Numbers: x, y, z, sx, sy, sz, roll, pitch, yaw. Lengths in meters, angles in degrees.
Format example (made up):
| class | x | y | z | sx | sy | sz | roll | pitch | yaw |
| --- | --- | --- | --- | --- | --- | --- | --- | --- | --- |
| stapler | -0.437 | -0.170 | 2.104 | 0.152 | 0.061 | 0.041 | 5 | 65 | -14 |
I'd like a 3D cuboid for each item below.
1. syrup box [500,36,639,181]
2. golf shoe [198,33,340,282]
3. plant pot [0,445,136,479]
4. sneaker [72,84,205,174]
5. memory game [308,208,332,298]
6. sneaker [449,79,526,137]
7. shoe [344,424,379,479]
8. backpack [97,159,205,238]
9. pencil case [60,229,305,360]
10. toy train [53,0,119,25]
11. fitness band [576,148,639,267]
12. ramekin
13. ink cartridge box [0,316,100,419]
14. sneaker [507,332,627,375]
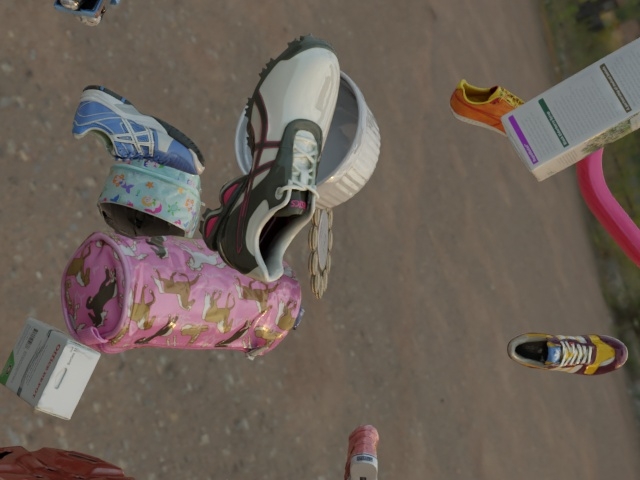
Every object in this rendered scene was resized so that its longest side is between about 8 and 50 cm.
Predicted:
| class | x | y | z | sx | sy | sz | roll | pitch | yaw |
| --- | --- | --- | --- | --- | --- | --- | --- | --- | --- |
| syrup box | 0.379 | -0.182 | 1.410 | 0.096 | 0.237 | 0.093 | 66 | 16 | 15 |
| golf shoe | -0.031 | -0.084 | 1.108 | 0.105 | 0.272 | 0.120 | 11 | 18 | -38 |
| plant pot | -0.355 | 0.414 | 1.275 | 0.272 | 0.272 | 0.265 | 12 | 92 | -67 |
| sneaker | -0.273 | -0.146 | 1.520 | 0.211 | 0.080 | 0.081 | 28 | 71 | -12 |
| memory game | 0.000 | 0.000 | 1.604 | 0.186 | 0.012 | 0.186 | 3 | 90 | -80 |
| sneaker | 0.293 | -0.206 | 1.609 | 0.064 | 0.175 | 0.067 | -78 | -177 | -46 |
| shoe | 0.074 | 0.400 | 1.790 | 0.178 | 0.064 | 0.081 | 95 | 2 | -48 |
| backpack | -0.370 | -0.088 | 2.229 | 0.253 | 0.225 | 0.191 | 113 | -5 | -81 |
| pencil case | -0.199 | 0.085 | 1.507 | 0.386 | 0.160 | 0.167 | 10 | 35 | -50 |
| toy train | -0.291 | -0.369 | 1.348 | 0.105 | 0.080 | 0.184 | 69 | 36 | -63 |
| fitness band | 0.517 | -0.072 | 1.531 | 0.291 | 0.209 | 0.054 | 51 | -14 | 1 |
| ramekin | -0.010 | -0.143 | 1.481 | 0.109 | 0.207 | 0.207 | 33 | 39 | -57 |
| ink cartridge box | -0.555 | 0.259 | 2.074 | 0.087 | 0.208 | 0.153 | 30 | 81 | -37 |
| sneaker | 0.389 | 0.181 | 1.606 | 0.084 | 0.186 | 0.069 | 1 | 89 | -73 |
